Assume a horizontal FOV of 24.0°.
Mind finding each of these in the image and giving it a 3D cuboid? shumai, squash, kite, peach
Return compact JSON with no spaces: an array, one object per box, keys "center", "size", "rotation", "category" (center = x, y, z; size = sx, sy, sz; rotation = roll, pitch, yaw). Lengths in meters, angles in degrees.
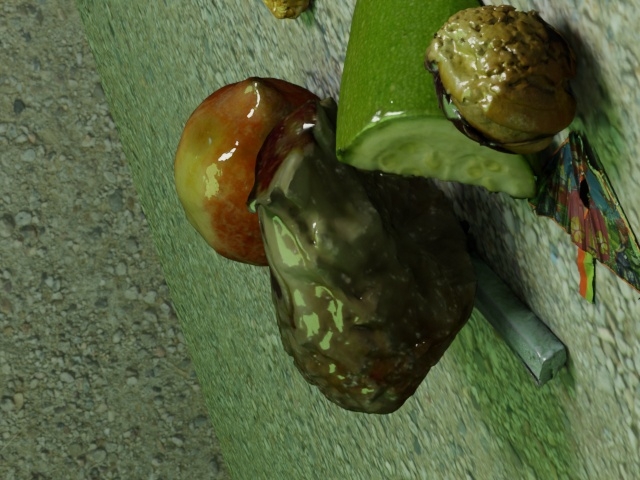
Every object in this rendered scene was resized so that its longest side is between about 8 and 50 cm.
[{"center":[-0.003,-0.001,1.511],"size":[0.283,0.217,0.346],"rotation":[36,-145,-42],"category":"shumai"},{"center":[0.123,-0.191,1.399],"size":[0.111,0.203,0.288],"rotation":[93,-171,-53],"category":"squash"},{"center":[0.231,-0.012,1.304],"size":[0.241,0.014,0.183],"rotation":[50,156,48],"category":"kite"},{"center":[-0.070,-0.101,1.847],"size":[0.232,0.232,0.256],"rotation":[56,151,40],"category":"peach"}]

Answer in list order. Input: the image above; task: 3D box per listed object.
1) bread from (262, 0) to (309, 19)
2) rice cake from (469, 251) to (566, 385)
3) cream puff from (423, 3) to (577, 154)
[{"center":[-0.043,-0.312,1.797],"size":[0.083,0.044,0.110],"rotation":[59,159,28],"category":"bread"},{"center":[0.184,0.071,1.534],"size":[0.211,0.034,0.043],"rotation":[-128,26,-49],"category":"rice cake"},{"center":[0.153,-0.136,1.225],"size":[0.133,0.119,0.104],"rotation":[56,141,7],"category":"cream puff"}]
